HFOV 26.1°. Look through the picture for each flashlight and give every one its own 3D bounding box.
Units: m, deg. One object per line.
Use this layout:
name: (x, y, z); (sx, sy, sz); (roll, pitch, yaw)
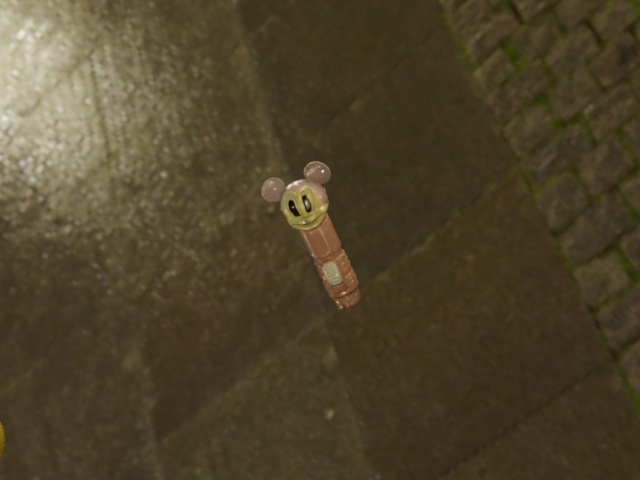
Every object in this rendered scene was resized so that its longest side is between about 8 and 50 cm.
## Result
flashlight: (0.000, 0.000, 0.977); (0.052, 0.110, 0.031); (-20, 19, 12)

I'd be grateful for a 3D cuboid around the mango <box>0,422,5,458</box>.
mango: (-0.398, 0.234, 1.309); (0.091, 0.237, 0.137); (40, 137, 17)
